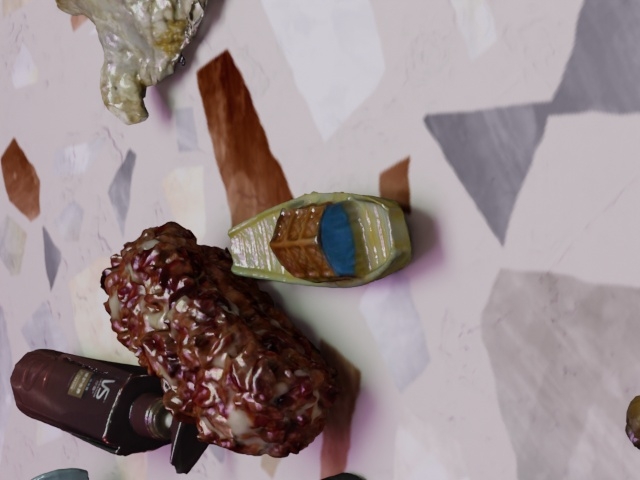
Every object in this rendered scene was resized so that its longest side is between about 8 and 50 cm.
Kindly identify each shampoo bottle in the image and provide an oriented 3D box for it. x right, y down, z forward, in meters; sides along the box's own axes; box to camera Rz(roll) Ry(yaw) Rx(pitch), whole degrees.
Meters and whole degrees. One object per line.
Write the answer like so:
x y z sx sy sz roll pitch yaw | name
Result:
-0.159 0.127 1.435 0.236 0.067 0.068 6 89 53 | shampoo bottle

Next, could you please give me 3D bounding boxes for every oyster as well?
-0.135 -0.180 1.364 0.163 0.081 0.191 -2 96 49 | oyster

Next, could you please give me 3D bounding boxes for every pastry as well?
-0.069 0.071 1.270 0.208 0.115 0.097 43 120 41 | pastry

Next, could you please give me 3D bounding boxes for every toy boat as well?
0.000 0.000 1.210 0.172 0.066 0.065 -6 92 54 | toy boat

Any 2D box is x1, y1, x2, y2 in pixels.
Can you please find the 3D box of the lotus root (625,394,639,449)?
0.262 0.034 0.792 0.343 0.151 0.169 -37 80 52 | lotus root

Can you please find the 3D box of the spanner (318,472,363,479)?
0.068 0.286 1.188 0.316 0.024 0.087 57 137 31 | spanner

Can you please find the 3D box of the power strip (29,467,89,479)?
-0.191 0.293 1.470 0.167 0.054 0.253 107 148 -52 | power strip
